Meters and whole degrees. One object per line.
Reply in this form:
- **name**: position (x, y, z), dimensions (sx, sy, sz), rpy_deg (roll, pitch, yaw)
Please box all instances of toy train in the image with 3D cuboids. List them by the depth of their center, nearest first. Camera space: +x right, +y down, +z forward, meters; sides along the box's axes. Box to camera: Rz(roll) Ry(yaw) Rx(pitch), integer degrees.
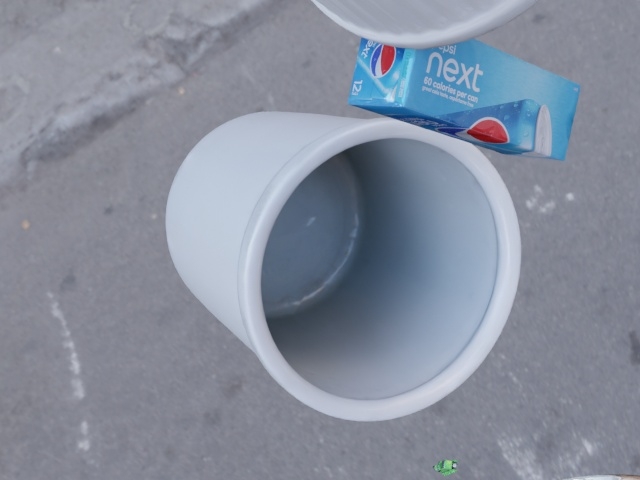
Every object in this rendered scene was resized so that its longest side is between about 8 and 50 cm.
- **toy train**: position (0.171, 0.311, 1.313), dimensions (0.023, 0.083, 0.017), rpy_deg (9, 72, -1)

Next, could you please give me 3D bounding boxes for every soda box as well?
- **soda box**: position (0.125, -0.122, 0.796), dimensions (0.067, 0.210, 0.071), rpy_deg (13, 92, 50)

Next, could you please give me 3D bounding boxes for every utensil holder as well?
- **utensil holder**: position (0.000, 0.000, 1.175), dimensions (0.327, 0.327, 0.385), rpy_deg (-46, 25, -9)

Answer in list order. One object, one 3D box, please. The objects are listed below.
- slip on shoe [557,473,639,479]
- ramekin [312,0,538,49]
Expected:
- **slip on shoe**: position (0.248, 0.204, 0.746), dimensions (0.135, 0.051, 0.041), rpy_deg (-8, 75, 29)
- **ramekin**: position (0.055, -0.273, 0.638), dimensions (0.272, 0.127, 0.273), rpy_deg (-1, 87, 35)
